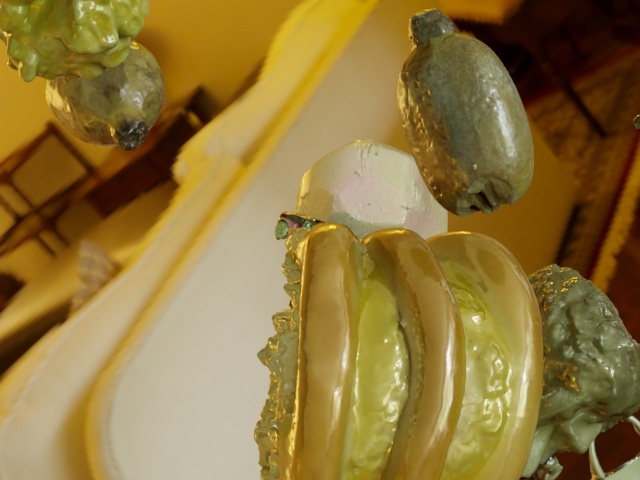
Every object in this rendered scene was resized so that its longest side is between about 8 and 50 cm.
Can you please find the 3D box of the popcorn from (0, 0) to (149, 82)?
[{"bbox_3d":[-0.255,-0.234,1.315,0.173,0.173,0.142,-38,1,8],"label":"popcorn"}]

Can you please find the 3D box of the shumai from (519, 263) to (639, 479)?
[{"bbox_3d":[0.253,0.161,1.535,0.218,0.189,0.256,-43,-1,-9],"label":"shumai"}]

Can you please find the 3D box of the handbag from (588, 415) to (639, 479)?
[{"bbox_3d":[0.480,0.392,1.912,0.241,0.315,0.109,-27,-15,-23],"label":"handbag"}]

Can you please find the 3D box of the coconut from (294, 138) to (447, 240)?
[{"bbox_3d":[0.066,-0.015,1.864,0.227,0.227,0.230,-30,35,33],"label":"coconut"}]

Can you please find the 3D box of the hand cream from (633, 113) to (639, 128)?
[{"bbox_3d":[0.552,-0.217,1.887,0.224,0.048,0.083,-26,59,25],"label":"hand cream"}]

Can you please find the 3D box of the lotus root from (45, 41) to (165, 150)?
[{"bbox_3d":[-0.245,-0.171,1.548,0.138,0.138,0.214,-42,37,-4],"label":"lotus root"}]

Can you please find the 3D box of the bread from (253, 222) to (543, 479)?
[{"bbox_3d":[0.067,0.133,1.216,0.211,0.270,0.316,63,-146,-77],"label":"bread"}]

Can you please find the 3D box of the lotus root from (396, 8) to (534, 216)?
[{"bbox_3d":[0.123,-0.116,1.176,0.113,0.192,0.088,-22,-5,34],"label":"lotus root"}]

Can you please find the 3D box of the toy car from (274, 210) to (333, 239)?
[{"bbox_3d":[0.000,0.000,1.698,0.142,0.069,0.055,35,106,45],"label":"toy car"}]
